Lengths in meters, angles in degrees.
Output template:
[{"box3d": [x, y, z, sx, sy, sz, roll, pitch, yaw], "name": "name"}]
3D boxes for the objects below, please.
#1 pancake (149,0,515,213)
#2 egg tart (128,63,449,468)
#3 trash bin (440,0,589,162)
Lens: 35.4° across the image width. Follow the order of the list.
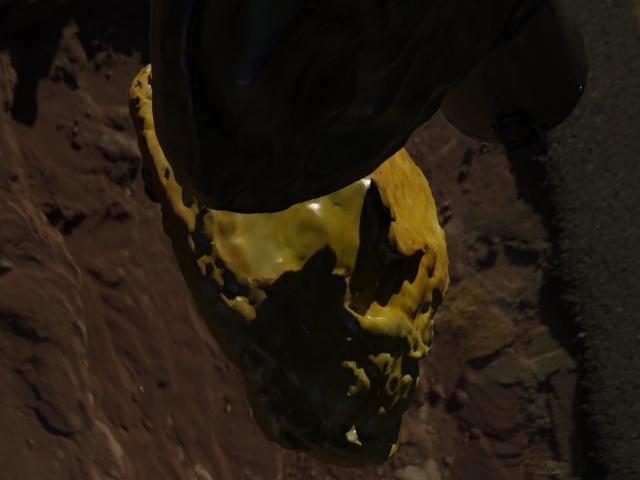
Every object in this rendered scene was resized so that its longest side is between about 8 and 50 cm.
[{"box3d": [0.028, -0.130, 0.486, 0.049, 0.294, 0.294, 38, 73, 23], "name": "pancake"}, {"box3d": [0.000, 0.000, 0.733, 0.153, 0.351, 0.339, -30, 46, 15], "name": "egg tart"}, {"box3d": [0.192, -0.246, 1.163, 0.203, 0.301, 0.252, -12, 74, 18], "name": "trash bin"}]
